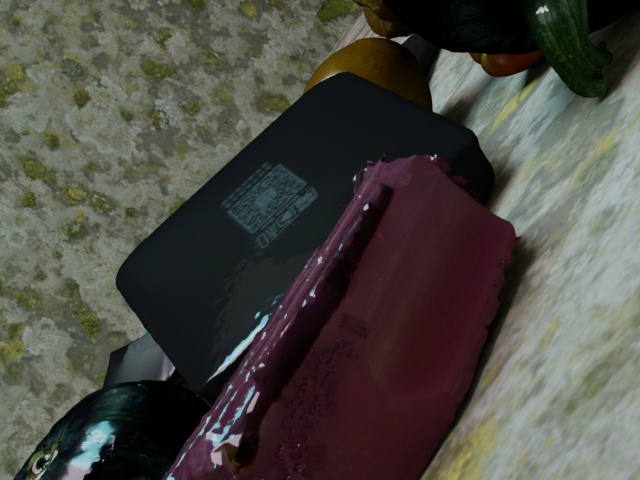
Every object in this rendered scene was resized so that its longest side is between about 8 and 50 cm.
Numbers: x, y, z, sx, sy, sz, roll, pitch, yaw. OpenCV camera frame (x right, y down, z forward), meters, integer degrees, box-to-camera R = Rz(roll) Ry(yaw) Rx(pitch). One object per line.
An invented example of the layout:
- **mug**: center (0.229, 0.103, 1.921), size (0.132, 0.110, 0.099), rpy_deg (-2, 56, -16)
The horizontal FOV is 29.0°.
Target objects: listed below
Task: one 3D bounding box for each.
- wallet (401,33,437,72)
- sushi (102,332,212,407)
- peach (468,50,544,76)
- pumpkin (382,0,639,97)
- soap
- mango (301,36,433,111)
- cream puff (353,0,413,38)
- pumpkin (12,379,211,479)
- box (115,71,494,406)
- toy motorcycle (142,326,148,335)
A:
- **wallet**: center (0.080, -0.190, 1.669), size (0.170, 0.044, 0.321), rpy_deg (-43, 9, 30)
- **sushi**: center (-0.156, 0.220, 1.218), size (0.134, 0.109, 0.273), rpy_deg (-27, 42, 41)
- **peach**: center (0.168, -0.198, 1.088), size (0.100, 0.101, 0.101), rpy_deg (-52, 8, 11)
- **pumpkin**: center (0.156, -0.213, 0.881), size (0.248, 0.248, 0.248), rpy_deg (-52, 8, 11)
- **soap**: center (0.021, 0.061, 0.776), size (0.182, 0.112, 0.289), rpy_deg (-43, 14, 52)
- **mango**: center (0.053, -0.125, 1.279), size (0.236, 0.136, 0.166), rpy_deg (-19, -52, -78)
- **cream puff**: center (0.155, -0.296, 1.192), size (0.269, 0.155, 0.241), rpy_deg (-29, -5, -27)
- **pumpkin**: center (-0.166, 0.219, 1.007), size (0.233, 0.163, 0.233), rpy_deg (-52, 10, 14)
- **box**: center (-0.024, -0.010, 1.031), size (0.290, 0.073, 0.289), rpy_deg (-43, 30, -5)
- **toy motorcycle**: center (-0.219, 0.213, 1.522), size (0.331, 0.125, 0.196), rpy_deg (-57, 10, -1)
